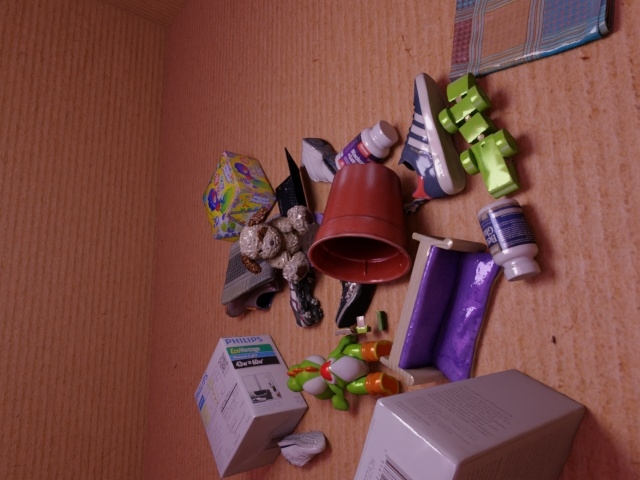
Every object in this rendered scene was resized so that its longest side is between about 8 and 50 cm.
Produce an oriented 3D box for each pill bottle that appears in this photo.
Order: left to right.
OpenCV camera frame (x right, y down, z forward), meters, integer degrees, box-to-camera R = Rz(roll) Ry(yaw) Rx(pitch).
[{"bbox_3d":[0.144,-0.280,1.286,0.194,0.108,0.107,-38,57,42],"label":"pill bottle"},{"bbox_3d":[0.420,0.001,0.918,0.094,0.094,0.169,-34,59,43],"label":"pill bottle"}]

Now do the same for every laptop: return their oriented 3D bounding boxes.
[{"bbox_3d":[-0.134,-0.175,1.587,0.264,0.137,0.234,-35,58,42],"label":"laptop"}]

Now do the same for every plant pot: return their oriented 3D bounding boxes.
[{"bbox_3d":[0.120,-0.056,1.153,0.273,0.273,0.264,-26,45,46],"label":"plant pot"}]

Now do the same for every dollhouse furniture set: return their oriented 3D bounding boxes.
[{"bbox_3d":[0.117,0.250,1.247,0.152,0.076,0.058,-13,76,26],"label":"dollhouse furniture set"}]

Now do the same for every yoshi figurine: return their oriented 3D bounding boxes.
[{"bbox_3d":[0.068,0.409,1.267,0.363,0.203,0.202,-20,105,34],"label":"yoshi figurine"}]

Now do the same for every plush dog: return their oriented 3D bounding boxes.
[{"bbox_3d":[-0.168,0.000,1.402,0.211,0.226,0.261,12,96,51],"label":"plush dog"}]

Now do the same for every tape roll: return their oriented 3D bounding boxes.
[{"bbox_3d":[0.000,0.000,1.443,0.189,0.080,0.188,-9,78,50],"label":"tape roll"}]

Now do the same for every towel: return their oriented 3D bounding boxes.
[{"bbox_3d":[-0.272,0.081,1.661,0.324,0.056,0.311,-29,44,35],"label":"towel"},{"bbox_3d":[0.477,-0.548,0.977,0.371,0.040,0.270,2,85,51],"label":"towel"}]

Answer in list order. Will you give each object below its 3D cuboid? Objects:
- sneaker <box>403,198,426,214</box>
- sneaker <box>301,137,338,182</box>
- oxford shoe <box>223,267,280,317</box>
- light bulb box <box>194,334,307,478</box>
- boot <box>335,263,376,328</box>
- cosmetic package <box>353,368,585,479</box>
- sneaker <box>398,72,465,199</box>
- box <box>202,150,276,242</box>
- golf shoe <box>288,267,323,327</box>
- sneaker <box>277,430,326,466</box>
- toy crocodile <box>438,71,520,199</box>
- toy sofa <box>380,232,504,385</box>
[{"bbox_3d":[0.271,-0.098,1.171,0.083,0.032,0.036,-26,77,52],"label":"sneaker"},{"bbox_3d":[0.020,-0.256,1.461,0.297,0.111,0.129,53,140,45],"label":"sneaker"},{"bbox_3d":[-0.290,0.246,1.724,0.363,0.130,0.132,-45,56,36],"label":"oxford shoe"},{"bbox_3d":[-0.282,0.612,1.579,0.361,0.226,0.357,52,124,42],"label":"light bulb box"},{"bbox_3d":[0.081,0.143,1.322,0.179,0.085,0.236,39,109,49],"label":"boot"},{"bbox_3d":[0.278,0.391,0.748,0.162,0.454,0.229,26,105,50],"label":"cosmetic package"},{"bbox_3d":[0.271,-0.274,1.113,0.148,0.131,0.349,-20,69,44],"label":"sneaker"},{"bbox_3d":[-0.369,-0.189,1.838,0.279,0.177,0.289,-55,44,29],"label":"box"},{"bbox_3d":[-0.081,0.181,1.500,0.120,0.105,0.272,-40,55,49],"label":"golf shoe"},{"bbox_3d":[-0.052,0.713,1.410,0.235,0.090,0.094,-32,73,48],"label":"sneaker"},{"bbox_3d":[0.389,-0.260,1.004,0.115,0.105,0.340,-37,62,41],"label":"toy crocodile"},{"bbox_3d":[0.292,0.170,1.006,0.177,0.150,0.361,23,102,51],"label":"toy sofa"}]
